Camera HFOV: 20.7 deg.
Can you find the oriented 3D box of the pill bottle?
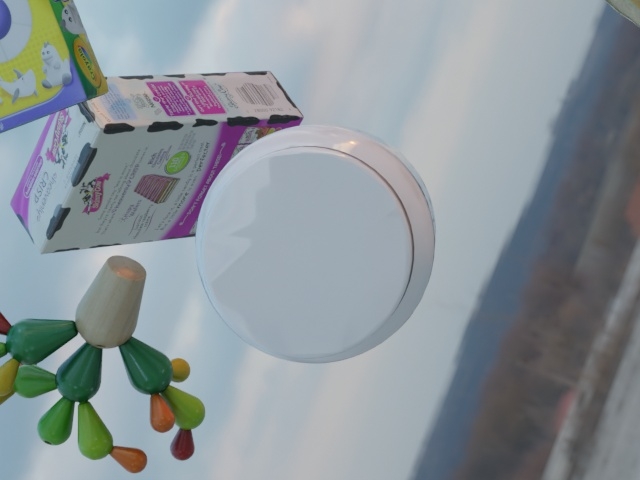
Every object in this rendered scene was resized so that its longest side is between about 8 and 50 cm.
[{"bbox_3d":[0.000,0.000,1.149,0.265,0.153,0.153,-48,-22,-85],"label":"pill bottle"}]

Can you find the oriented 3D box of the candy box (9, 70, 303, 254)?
[{"bbox_3d":[-0.150,-0.075,1.613,0.233,0.071,0.159,-7,-40,-42],"label":"candy box"}]

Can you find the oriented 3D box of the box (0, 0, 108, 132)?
[{"bbox_3d":[-0.235,-0.173,1.275,0.179,0.105,0.043,69,-159,-5],"label":"box"}]

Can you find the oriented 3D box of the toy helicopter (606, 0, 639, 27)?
[{"bbox_3d":[0.194,-0.010,0.620,0.140,0.355,0.235,-31,-5,-15],"label":"toy helicopter"}]

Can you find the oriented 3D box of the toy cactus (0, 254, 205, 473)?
[{"bbox_3d":[-0.183,0.090,1.425,0.112,0.219,0.180,-82,16,-62],"label":"toy cactus"}]
